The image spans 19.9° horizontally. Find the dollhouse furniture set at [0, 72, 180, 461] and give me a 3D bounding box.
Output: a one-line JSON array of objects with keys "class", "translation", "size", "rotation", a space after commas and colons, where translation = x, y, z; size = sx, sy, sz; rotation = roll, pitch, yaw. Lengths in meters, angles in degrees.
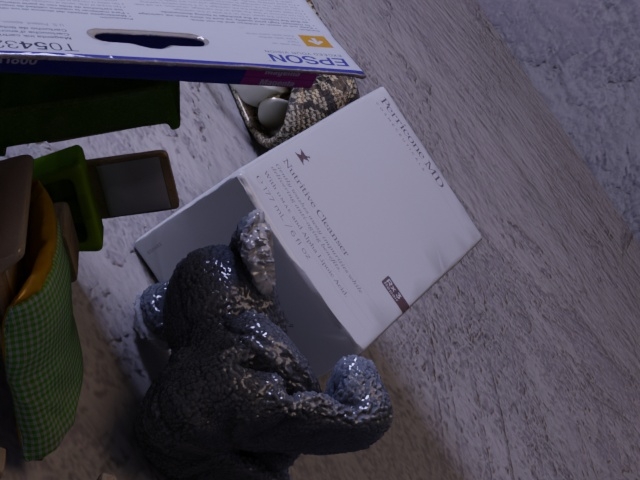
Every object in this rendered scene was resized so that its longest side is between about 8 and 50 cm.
[{"class": "dollhouse furniture set", "translation": [-0.175, 0.000, 1.451], "size": [0.301, 0.151, 0.197], "rotation": [-97, 177, -53]}]

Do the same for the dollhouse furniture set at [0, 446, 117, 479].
[{"class": "dollhouse furniture set", "translation": [-0.094, 0.311, 1.300], "size": [0.374, 0.152, 0.201], "rotation": [18, 38, -19]}]

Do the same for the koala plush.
[{"class": "koala plush", "translation": [-0.079, 0.094, 1.599], "size": [0.203, 0.196, 0.221], "rotation": [20, 45, -43]}]

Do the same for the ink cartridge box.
[{"class": "ink cartridge box", "translation": [-0.172, -0.184, 1.433], "size": [0.324, 0.071, 0.330], "rotation": [1, 32, -23]}]

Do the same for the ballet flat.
[{"class": "ballet flat", "translation": [-0.116, -0.318, 2.142], "size": [0.182, 0.164, 0.482], "rotation": [-16, 77, -52]}]

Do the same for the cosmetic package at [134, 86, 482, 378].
[{"class": "cosmetic package", "translation": [0.000, 0.000, 1.879], "size": [0.217, 0.156, 0.385], "rotation": [56, 30, -3]}]
